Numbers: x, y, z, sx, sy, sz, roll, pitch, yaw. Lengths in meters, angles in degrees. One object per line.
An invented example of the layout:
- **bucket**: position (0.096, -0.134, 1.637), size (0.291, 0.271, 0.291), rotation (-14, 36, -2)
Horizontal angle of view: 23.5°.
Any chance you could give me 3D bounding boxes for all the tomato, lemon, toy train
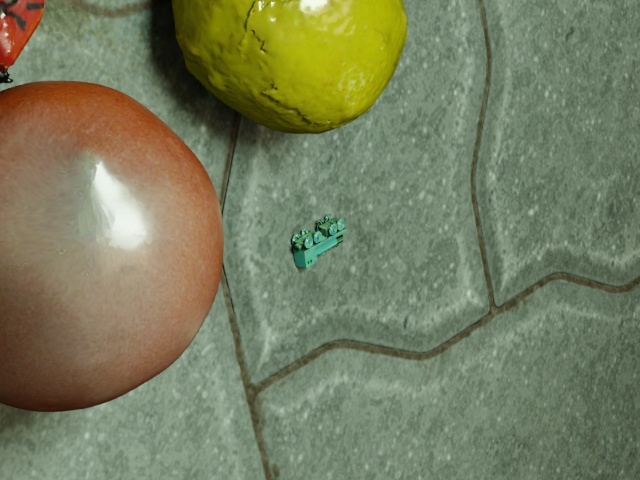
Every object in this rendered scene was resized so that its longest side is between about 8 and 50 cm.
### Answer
- **tomato**: position (-0.243, 0.001, 1.477), size (0.321, 0.321, 0.322), rotation (-5, 97, -47)
- **lemon**: position (-0.031, -0.250, 1.737), size (0.260, 0.260, 0.284), rotation (-50, 125, -32)
- **toy train**: position (0.000, 0.000, 1.947), size (0.092, 0.029, 0.045), rotation (-29, 121, -43)

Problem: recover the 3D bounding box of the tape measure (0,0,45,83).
- **tape measure**: position (-0.350, -0.315, 1.489), size (0.253, 0.114, 0.260), rotation (47, 57, -38)
